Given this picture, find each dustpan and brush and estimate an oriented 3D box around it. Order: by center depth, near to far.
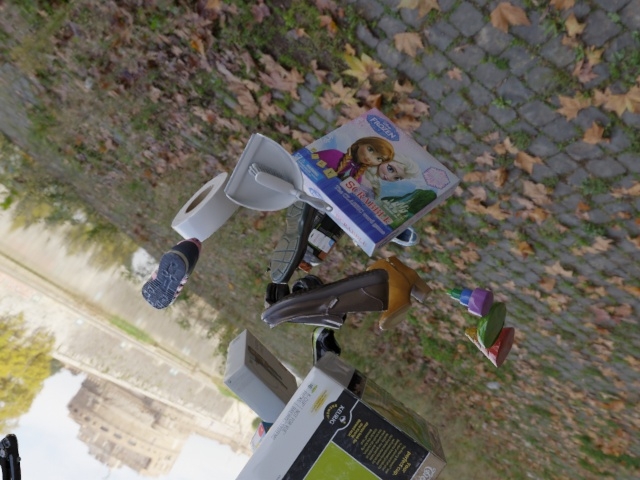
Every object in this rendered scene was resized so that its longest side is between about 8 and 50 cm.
[{"bbox_3d":[-0.068,-0.108,0.943,0.211,0.147,0.060,21,-163,-29],"label":"dustpan and brush"}]

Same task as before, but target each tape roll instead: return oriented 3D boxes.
[{"bbox_3d":[-0.411,-0.121,1.701,0.100,0.286,0.286,46,154,-24],"label":"tape roll"}]

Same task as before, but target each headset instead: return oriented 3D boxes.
[{"bbox_3d":[-0.107,0.182,1.737,0.244,0.185,0.394,-10,-168,-22],"label":"headset"}]

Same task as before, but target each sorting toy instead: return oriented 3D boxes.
[{"bbox_3d":[0.419,0.217,1.241,0.126,0.127,0.365,19,159,41],"label":"sorting toy"}]

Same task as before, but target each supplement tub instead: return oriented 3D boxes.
[{"bbox_3d":[-0.017,-0.032,1.938,0.194,0.315,0.193,37,177,2],"label":"supplement tub"}]

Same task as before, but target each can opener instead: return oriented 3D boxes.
[{"bbox_3d":[-0.795,0.595,1.191,0.059,0.185,0.073,-17,167,9],"label":"can opener"}]

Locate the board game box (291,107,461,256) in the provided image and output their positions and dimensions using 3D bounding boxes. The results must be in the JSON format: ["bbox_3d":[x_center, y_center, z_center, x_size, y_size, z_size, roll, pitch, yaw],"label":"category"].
[{"bbox_3d":[0.133,-0.164,1.175,0.318,0.318,0.065,46,153,18],"label":"board game box"}]

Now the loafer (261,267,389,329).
[{"bbox_3d":[0.016,0.182,1.228,0.367,0.129,0.134,-17,180,14],"label":"loafer"}]

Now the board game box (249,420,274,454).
[{"bbox_3d":[-0.016,0.668,1.304,0.302,0.086,0.308,21,-166,-29],"label":"board game box"}]

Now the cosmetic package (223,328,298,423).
[{"bbox_3d":[-0.196,0.485,1.612,0.284,0.097,0.377,49,178,-10],"label":"cosmetic package"}]

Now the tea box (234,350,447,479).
[{"bbox_3d":[0.042,0.479,1.011,0.324,0.328,0.220,35,-178,11],"label":"tea box"}]

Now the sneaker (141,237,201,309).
[{"bbox_3d":[-0.461,0.108,1.464,0.112,0.131,0.319,43,131,-6],"label":"sneaker"}]

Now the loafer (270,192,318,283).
[{"bbox_3d":[-0.060,-0.001,1.290,0.096,0.267,0.084,4,164,47],"label":"loafer"}]

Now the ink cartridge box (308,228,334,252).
[{"bbox_3d":[0.000,0.000,1.582,0.083,0.048,0.028,33,-178,-4],"label":"ink cartridge box"}]

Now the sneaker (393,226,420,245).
[{"bbox_3d":[0.265,-0.043,1.768,0.238,0.085,0.086,18,175,27],"label":"sneaker"}]

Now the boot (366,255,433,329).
[{"bbox_3d":[0.231,0.169,1.588,0.211,0.295,0.104,40,135,24],"label":"boot"}]

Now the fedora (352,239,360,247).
[{"bbox_3d":[0.276,-0.060,2.258,0.244,0.124,0.275,0,161,-33],"label":"fedora"}]

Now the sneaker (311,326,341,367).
[{"bbox_3d":[0.028,0.411,1.617,0.097,0.084,0.234,-13,90,46],"label":"sneaker"}]
